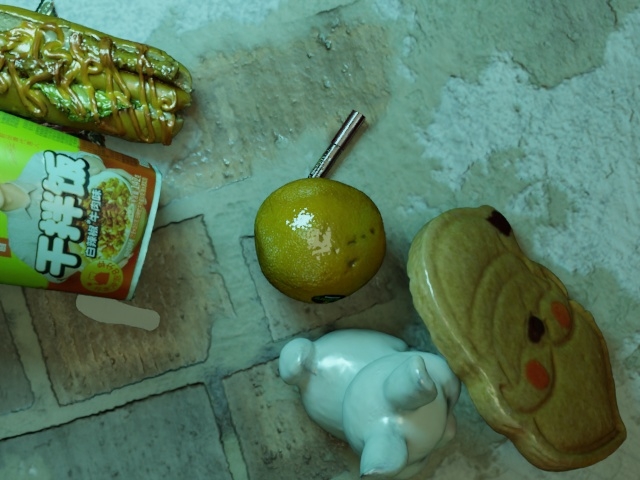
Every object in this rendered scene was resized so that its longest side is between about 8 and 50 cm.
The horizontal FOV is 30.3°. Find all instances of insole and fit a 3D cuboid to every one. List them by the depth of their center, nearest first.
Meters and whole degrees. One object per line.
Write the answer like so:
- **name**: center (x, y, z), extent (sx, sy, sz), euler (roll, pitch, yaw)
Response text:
- **insole**: center (-0.317, 0.111, 1.850), extent (0.135, 0.002, 0.045), euler (14, 90, -8)

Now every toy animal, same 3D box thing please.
- **toy animal**: center (0.079, 0.236, 1.734), extent (0.241, 0.367, 0.196), euler (21, 91, -19)

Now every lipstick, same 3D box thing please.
- **lipstick**: center (0.013, -0.129, 1.879), extent (0.027, 0.027, 0.176), euler (34, 88, -7)

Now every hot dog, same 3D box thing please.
- **hot dog**: center (-0.363, -0.243, 1.764), extent (0.348, 0.117, 0.158), euler (16, 92, -7)

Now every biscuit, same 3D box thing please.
- **biscuit**: center (0.305, 0.150, 1.793), extent (0.455, 0.078, 0.350), euler (48, 42, -7)

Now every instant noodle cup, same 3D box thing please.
- **instant noodle cup**: center (-0.404, -0.046, 1.716), extent (0.307, 0.294, 0.294), euler (14, 89, -16)

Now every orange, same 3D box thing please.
- **orange**: center (0.000, 0.000, 1.799), extent (0.206, 0.206, 0.206), euler (0, 91, -8)

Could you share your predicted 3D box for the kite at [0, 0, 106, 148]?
- **kite**: center (-0.422, -0.213, 1.823), extent (0.234, 0.016, 0.321), euler (-20, 94, -7)
